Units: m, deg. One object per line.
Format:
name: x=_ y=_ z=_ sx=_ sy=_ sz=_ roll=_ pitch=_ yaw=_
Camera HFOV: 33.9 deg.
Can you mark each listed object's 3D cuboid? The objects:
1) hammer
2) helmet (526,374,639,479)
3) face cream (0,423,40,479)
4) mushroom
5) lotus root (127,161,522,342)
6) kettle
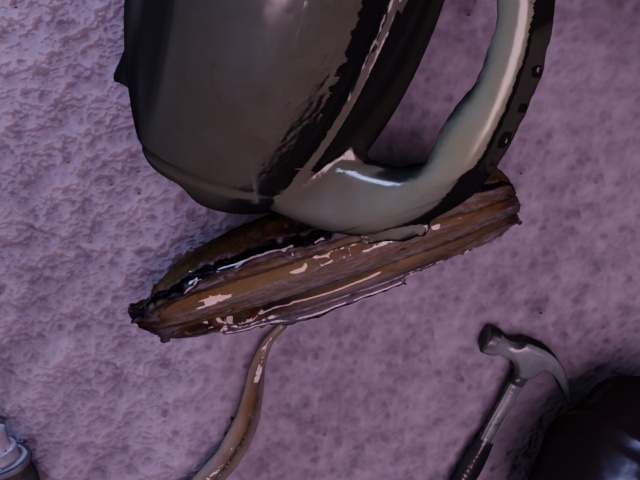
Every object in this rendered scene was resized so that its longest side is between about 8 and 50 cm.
hammer: x=0.152 y=0.203 z=0.989 sx=0.103 sy=0.029 sz=0.246 roll=20 pitch=105 yaw=-11
helmet: x=0.325 y=0.231 z=0.926 sx=0.305 sy=0.225 sz=0.177 roll=26 pitch=67 yaw=-12
face cream: x=-0.275 y=0.295 z=0.947 sx=0.073 sy=0.073 sz=0.284 roll=-7 pitch=108 yaw=-4
mushroom: x=-0.118 y=0.200 z=0.951 sx=0.306 sy=0.043 sz=0.068 roll=-44 pitch=137 yaw=2
lotus root: x=-0.001 y=0.000 z=0.870 sx=0.329 sy=0.167 sz=0.078 roll=-18 pitch=65 yaw=0
kettle: x=0.004 y=-0.157 z=0.741 sx=0.320 sy=0.228 sz=0.324 roll=24 pitch=110 yaw=18
